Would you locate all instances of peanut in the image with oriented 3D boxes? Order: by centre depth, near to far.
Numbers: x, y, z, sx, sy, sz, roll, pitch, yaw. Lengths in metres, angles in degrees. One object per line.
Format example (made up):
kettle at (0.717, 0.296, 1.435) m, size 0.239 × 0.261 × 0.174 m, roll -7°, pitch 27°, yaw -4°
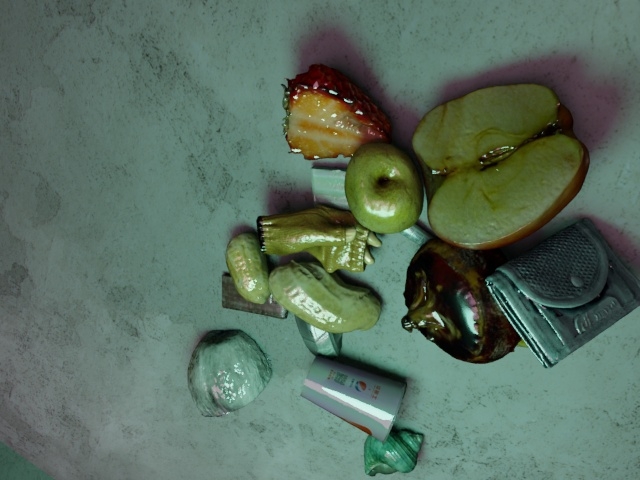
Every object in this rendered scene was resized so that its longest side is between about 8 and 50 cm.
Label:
peanut at (0.005, 0.172, 1.631) m, size 0.340 × 0.174 × 0.158 m, roll 34°, pitch 138°, yaw 5°
peanut at (-0.215, 0.088, 1.699) m, size 0.129 × 0.129 × 0.224 m, roll -17°, pitch 86°, yaw 28°

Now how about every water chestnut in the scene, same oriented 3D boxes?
water chestnut at (0.336, 0.160, 1.387) m, size 0.350 × 0.302 × 0.351 m, roll 43°, pitch 142°, yaw 47°

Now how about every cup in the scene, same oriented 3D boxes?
cup at (0.096, 0.467, 1.698) m, size 0.288 × 0.203 × 0.203 m, roll 22°, pitch 119°, yaw 8°

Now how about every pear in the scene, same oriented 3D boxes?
pear at (0.155, -0.126, 1.376) m, size 0.188 × 0.211 × 0.229 m, roll -19°, pitch 81°, yaw 0°

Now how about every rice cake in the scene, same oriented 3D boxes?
rice cake at (0.084, -0.140, 1.529) m, size 0.237 × 0.043 × 0.127 m, roll 7°, pitch 114°, yaw 19°

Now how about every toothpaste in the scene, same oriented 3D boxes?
toothpaste at (0.246, -0.026, 1.502) m, size 0.216 × 0.037 × 0.062 m, roll 32°, pitch 116°, yaw -6°

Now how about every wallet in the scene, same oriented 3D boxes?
wallet at (0.562, 0.102, 1.253) m, size 0.237 × 0.342 × 0.075 m, roll 58°, pitch 157°, yaw 16°
wallet at (-0.213, 0.179, 1.794) m, size 0.230 × 0.042 × 0.124 m, roll 9°, pitch 106°, yaw 21°

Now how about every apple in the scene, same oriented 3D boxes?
apple at (0.392, -0.167, 1.244) m, size 0.364 × 0.295 × 0.329 m, roll -24°, pitch 108°, yaw 21°

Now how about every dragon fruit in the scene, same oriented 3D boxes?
dragon fruit at (-0.337, 0.440, 1.873) m, size 0.282 × 0.204 × 0.221 m, roll -12°, pitch 107°, yaw 26°

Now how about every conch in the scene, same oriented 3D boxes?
conch at (0.232, 0.677, 1.787) m, size 0.202 × 0.134 × 0.196 m, roll -10°, pitch 149°, yaw 20°

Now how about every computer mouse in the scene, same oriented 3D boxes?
computer mouse at (-0.011, 0.281, 1.741) m, size 0.126 × 0.071 × 0.231 m, roll -14°, pitch 106°, yaw 27°

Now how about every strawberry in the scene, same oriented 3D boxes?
strawberry at (0.036, -0.338, 1.402) m, size 0.280 × 0.150 × 0.253 m, roll 0°, pitch 143°, yaw 16°

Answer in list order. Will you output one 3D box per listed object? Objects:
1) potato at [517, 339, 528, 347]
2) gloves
potato at (0.559, 0.237, 1.483) m, size 0.138 × 0.070 × 0.092 m, roll -38°, pitch 94°, yaw 31°
gloves at (-0.005, -0.015, 1.544) m, size 0.356 × 0.155 × 0.203 m, roll 11°, pitch 158°, yaw 3°
